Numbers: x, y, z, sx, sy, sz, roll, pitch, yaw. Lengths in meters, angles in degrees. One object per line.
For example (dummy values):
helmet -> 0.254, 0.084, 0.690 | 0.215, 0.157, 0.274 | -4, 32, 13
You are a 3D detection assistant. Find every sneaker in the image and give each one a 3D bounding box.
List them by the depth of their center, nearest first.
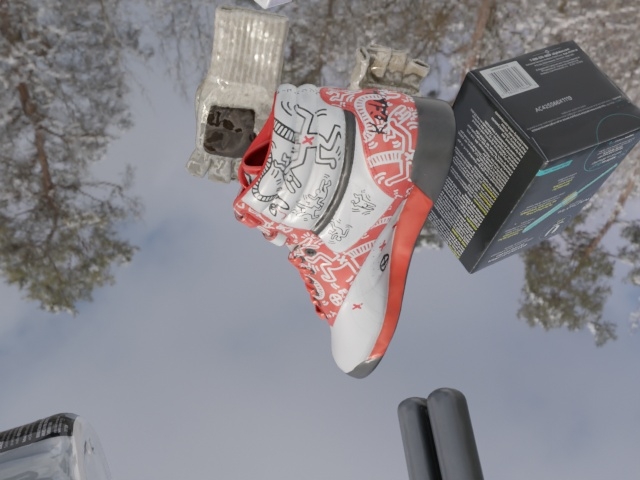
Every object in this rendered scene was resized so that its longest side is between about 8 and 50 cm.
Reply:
sneaker -> 0.000, -0.001, 0.581 | 0.145, 0.270, 0.090 | 8, -141, -7

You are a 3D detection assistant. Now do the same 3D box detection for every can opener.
can opener -> 0.134, 0.277, 0.662 | 0.093, 0.074, 0.280 | 12, -122, -47

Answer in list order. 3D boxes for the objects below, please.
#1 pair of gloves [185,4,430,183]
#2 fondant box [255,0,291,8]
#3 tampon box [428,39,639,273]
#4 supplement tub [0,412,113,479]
pair of gloves -> -0.013, -0.125, 0.769 | 0.240, 0.204, 0.042 | 13, -141, -11
fondant box -> -0.099, -0.638, 1.340 | 0.238, 0.330, 0.096 | 43, -137, 11
tampon box -> 0.173, -0.069, 0.630 | 0.120, 0.161, 0.101 | -21, -116, -25
supplement tub -> -0.351, 0.292, 0.662 | 0.316, 0.193, 0.193 | -16, -135, -11
